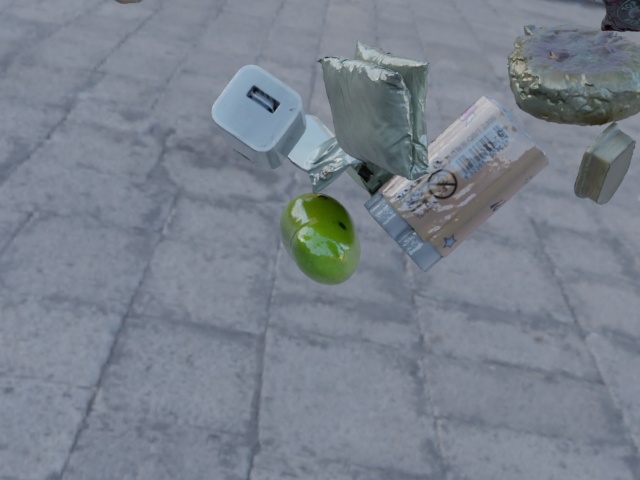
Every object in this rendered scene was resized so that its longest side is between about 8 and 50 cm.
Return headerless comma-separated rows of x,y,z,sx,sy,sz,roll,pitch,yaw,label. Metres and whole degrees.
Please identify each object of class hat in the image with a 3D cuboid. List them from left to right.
0.071,-0.175,1.841,0.258,0.168,0.301,20,23,-46,hat

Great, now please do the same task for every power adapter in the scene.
-0.102,-0.203,1.655,0.130,0.125,0.205,35,-6,6,power adapter

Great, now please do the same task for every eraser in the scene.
0.237,-0.097,1.643,0.171,0.290,0.087,47,6,-5,eraser

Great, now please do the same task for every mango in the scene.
0.000,0.000,1.805,0.175,0.143,0.293,47,9,-13,mango

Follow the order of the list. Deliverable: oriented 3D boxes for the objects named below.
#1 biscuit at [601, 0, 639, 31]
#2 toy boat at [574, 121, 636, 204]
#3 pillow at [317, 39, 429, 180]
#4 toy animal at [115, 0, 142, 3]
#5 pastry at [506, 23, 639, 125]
0.522,-0.378,1.531,0.151,0.063,0.235,5,-7,21,biscuit
0.580,-0.141,1.935,0.061,0.188,0.116,37,65,25,toy boat
0.067,-0.146,1.056,0.078,0.134,0.181,-13,22,-20,pillow
-0.374,-0.539,1.838,0.184,0.185,0.104,13,-17,45,toy animal
0.540,-0.343,1.987,0.330,0.136,0.329,-3,38,2,pastry
